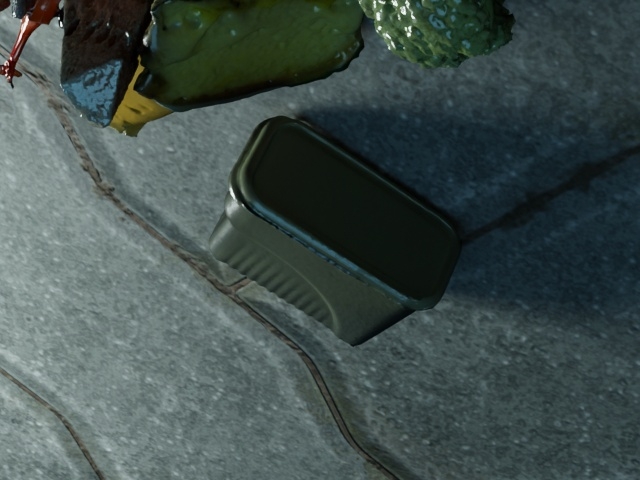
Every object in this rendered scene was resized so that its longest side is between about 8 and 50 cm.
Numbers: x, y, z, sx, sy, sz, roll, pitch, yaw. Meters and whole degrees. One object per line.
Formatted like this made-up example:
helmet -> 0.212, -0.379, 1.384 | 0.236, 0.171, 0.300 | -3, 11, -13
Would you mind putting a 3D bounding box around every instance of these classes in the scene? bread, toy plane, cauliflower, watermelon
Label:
bread -> -0.191, -0.190, 2.182 | 0.134, 0.085, 0.173 | 43, 140, -22
toy plane -> -0.320, -0.245, 2.162 | 0.126, 0.077, 0.194 | 30, 120, -36
cauliflower -> 0.137, -0.296, 1.801 | 0.250, 0.275, 0.272 | -16, 100, -3
bread -> -0.085, -0.241, 2.021 | 0.252, 0.133, 0.174 | -16, 150, -18
watermelon -> -0.199, -0.225, 2.024 | 0.154, 0.241, 0.094 | -14, 138, 39

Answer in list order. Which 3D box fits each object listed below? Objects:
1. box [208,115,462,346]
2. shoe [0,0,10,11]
box -> 0.000, 0.000, 2.264 | 0.274, 0.138, 0.178 | 34, 147, -9
shoe -> -0.390, -0.263, 2.221 | 0.109, 0.072, 0.069 | -36, 83, 25
